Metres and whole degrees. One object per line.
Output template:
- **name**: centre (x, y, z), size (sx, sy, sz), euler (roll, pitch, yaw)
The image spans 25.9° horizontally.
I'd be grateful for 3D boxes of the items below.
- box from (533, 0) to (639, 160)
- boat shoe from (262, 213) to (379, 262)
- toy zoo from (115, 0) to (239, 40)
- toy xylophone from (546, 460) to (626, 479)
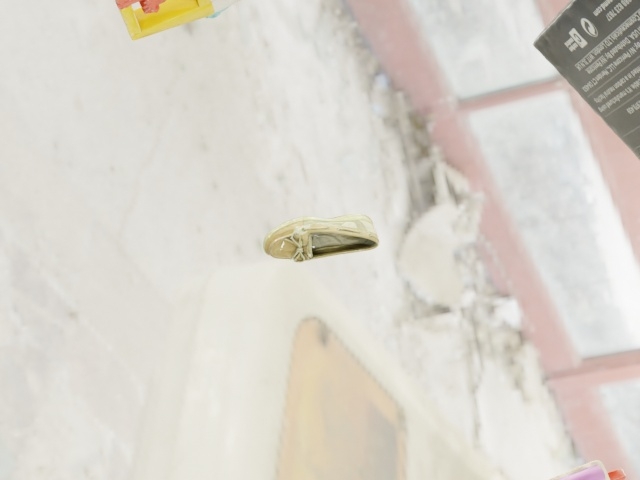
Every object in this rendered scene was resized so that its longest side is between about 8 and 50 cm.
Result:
- **box**: centre (0.565, -0.211, 1.380), size (0.472, 0.480, 0.297), euler (48, -12, 3)
- **boat shoe**: centre (0.001, 0.002, 1.853), size (0.048, 0.153, 0.056), euler (-110, -162, -53)
- **toy zoo**: centre (-0.124, -0.286, 1.413), size (0.293, 0.192, 0.030), euler (88, -22, -77)
- **toy xylophone**: centre (0.255, 0.395, 1.762), size (0.236, 0.322, 0.081), euler (-14, 63, -29)
